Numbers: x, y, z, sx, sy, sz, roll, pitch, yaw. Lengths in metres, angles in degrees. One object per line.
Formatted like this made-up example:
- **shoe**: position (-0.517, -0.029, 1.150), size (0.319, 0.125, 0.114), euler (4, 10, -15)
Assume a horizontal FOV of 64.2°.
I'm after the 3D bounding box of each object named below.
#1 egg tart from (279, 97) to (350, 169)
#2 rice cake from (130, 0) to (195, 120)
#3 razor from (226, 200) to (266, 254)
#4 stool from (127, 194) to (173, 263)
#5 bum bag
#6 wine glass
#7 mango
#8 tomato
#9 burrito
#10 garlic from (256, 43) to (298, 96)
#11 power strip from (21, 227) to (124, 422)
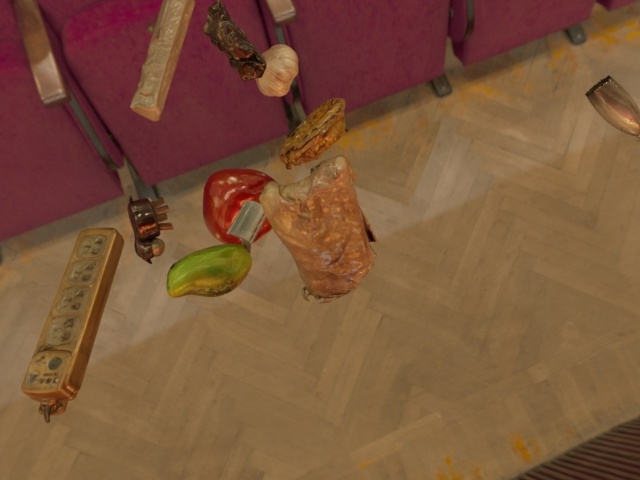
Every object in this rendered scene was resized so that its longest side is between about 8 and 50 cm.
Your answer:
- **egg tart**: position (-0.005, -0.317, 1.536), size (0.107, 0.290, 0.291), euler (44, 76, -19)
- **rice cake**: position (-0.292, -0.352, 0.954), size (0.057, 0.052, 0.256), euler (17, 79, -23)
- **razor**: position (-0.190, 0.009, 1.291), size (0.068, 0.232, 0.106), euler (23, 56, 3)
- **stool**: position (-0.513, -0.038, 1.543), size (0.121, 0.125, 0.217), euler (-16, 98, -26)
- **bum bag**: position (-0.262, -0.591, 1.539), size (0.248, 0.102, 0.069), euler (53, 47, -11)
- **wine glass**: position (0.574, -0.216, 0.947), size (0.198, 0.066, 0.066), euler (44, 77, -7)
- **mango**: position (-0.267, 0.080, 1.224), size (0.232, 0.111, 0.126), euler (-26, 106, -41)
- **tomato**: position (-0.282, -0.126, 1.757), size (0.226, 0.299, 0.298), euler (39, 77, 27)
- **burrito**: position (0.013, -0.001, 0.905), size (0.175, 0.348, 0.107), euler (-5, 52, 10)
- **garlic**: position (-0.205, -0.633, 1.843), size (0.225, 0.199, 0.199), euler (14, 70, -30)
- **power strip**: position (-0.340, 0.098, 0.713), size (0.064, 0.044, 0.306), euler (-3, 54, 5)
